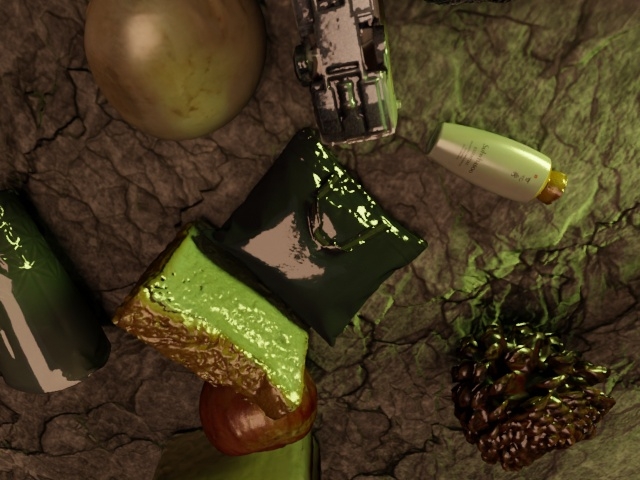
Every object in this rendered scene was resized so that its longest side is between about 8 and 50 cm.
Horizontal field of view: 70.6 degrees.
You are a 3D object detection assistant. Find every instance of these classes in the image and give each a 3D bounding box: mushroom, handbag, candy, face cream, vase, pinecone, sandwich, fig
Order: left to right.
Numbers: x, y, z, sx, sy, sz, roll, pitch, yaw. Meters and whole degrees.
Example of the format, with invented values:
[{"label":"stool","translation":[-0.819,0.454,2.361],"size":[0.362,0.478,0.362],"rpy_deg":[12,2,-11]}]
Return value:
[{"label":"vase","translation":[-0.480,0.076,0.719],"size":[0.251,0.156,0.300],"rpy_deg":[0,115,35]},{"label":"mushroom","translation":[-0.162,-0.220,0.519],"size":[0.207,0.209,0.206],"rpy_deg":[-12,119,-23]},{"label":"sandwich","translation":[-0.124,0.098,0.636],"size":[0.251,0.226,0.087],"rpy_deg":[40,111,-16]},{"label":"candy","translation":[-0.159,0.459,0.856],"size":[0.321,0.179,0.135],"rpy_deg":[-10,118,11]},{"label":"fig","translation":[-0.106,0.248,0.748],"size":[0.205,0.205,0.205],"rpy_deg":[2,118,4]},{"label":"handbag","translation":[0.000,0.000,0.636],"size":[0.254,0.088,0.211],"rpy_deg":[43,94,-13]},{"label":"face cream","translation":[0.232,-0.100,0.596],"size":[0.182,0.051,0.072],"rpy_deg":[21,114,-6]},{"label":"pinecone","translation":[0.293,0.218,0.675],"size":[0.222,0.221,0.221],"rpy_deg":[2,118,4]}]

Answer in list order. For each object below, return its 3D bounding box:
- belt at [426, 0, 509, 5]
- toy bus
[{"label":"belt","translation":[0.155,-0.375,0.374],"size":[0.260,0.122,0.324],"rpy_deg":[-7,111,-30]},{"label":"toy bus","translation":[0.014,-0.281,0.474],"size":[0.097,0.138,0.342],"rpy_deg":[-6,115,15]}]
